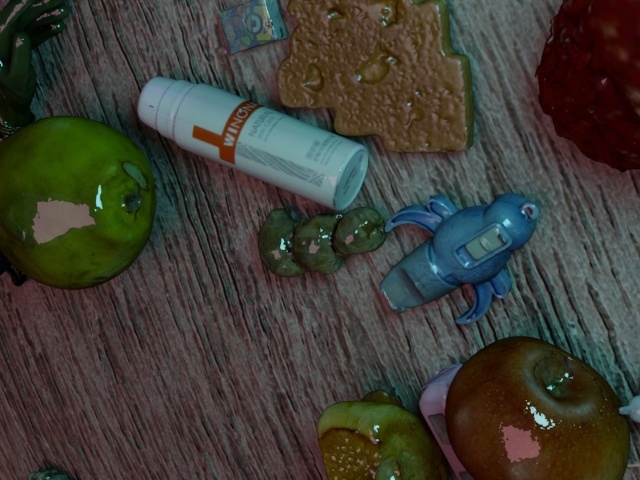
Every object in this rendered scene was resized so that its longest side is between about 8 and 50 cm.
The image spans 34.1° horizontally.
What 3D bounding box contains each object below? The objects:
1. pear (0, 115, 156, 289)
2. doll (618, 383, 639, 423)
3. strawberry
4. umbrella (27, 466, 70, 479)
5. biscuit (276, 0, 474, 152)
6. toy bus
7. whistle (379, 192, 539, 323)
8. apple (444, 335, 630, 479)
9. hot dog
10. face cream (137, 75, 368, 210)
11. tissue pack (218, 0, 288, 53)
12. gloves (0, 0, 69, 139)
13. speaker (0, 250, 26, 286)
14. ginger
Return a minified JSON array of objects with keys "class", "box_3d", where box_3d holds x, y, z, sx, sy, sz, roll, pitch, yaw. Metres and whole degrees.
[{"class":"pear","box_3d":[-0.379,-0.054,1.566,0.321,0.269,0.269,13,116,40]},{"class":"doll","box_3d":[0.440,0.218,1.242,0.161,0.160,0.059,19,117,25]},{"class":"strawberry","box_3d":[0.359,-0.183,1.075,0.318,0.295,0.345,22,147,-19]},{"class":"umbrella","box_3d":[-0.488,0.468,1.954,0.143,0.062,0.067,18,148,22]},{"class":"biscuit","box_3d":[0.082,-0.225,1.345,0.306,0.043,0.284,45,124,5]},{"class":"toy bus","box_3d":[0.210,0.273,1.439,0.063,0.090,0.203,-23,99,46]},{"class":"whistle","box_3d":[0.180,0.018,1.365,0.269,0.093,0.180,-33,97,41]},{"class":"apple","box_3d":[0.274,0.225,1.312,0.235,0.210,0.173,18,130,9]},{"class":"hot dog","box_3d":[0.095,0.333,1.497,0.150,0.153,0.256,-6,104,36]},{"class":"face cream","box_3d":[-0.105,-0.145,1.452,0.346,0.102,0.102,22,119,19]},{"class":"tissue pack","box_3d":[-0.093,-0.293,1.424,0.083,0.035,0.063,-12,103,33]},{"class":"gloves","box_3d":[-0.465,-0.274,1.606,0.107,0.135,0.268,12,127,-21]},{"class":"speaker","box_3d":[-0.553,0.038,1.824,0.094,0.060,0.075,34,131,-29]},{"class":"ginger","box_3d":[0.000,0.000,1.461,0.204,0.080,0.104,-6,101,34]}]
